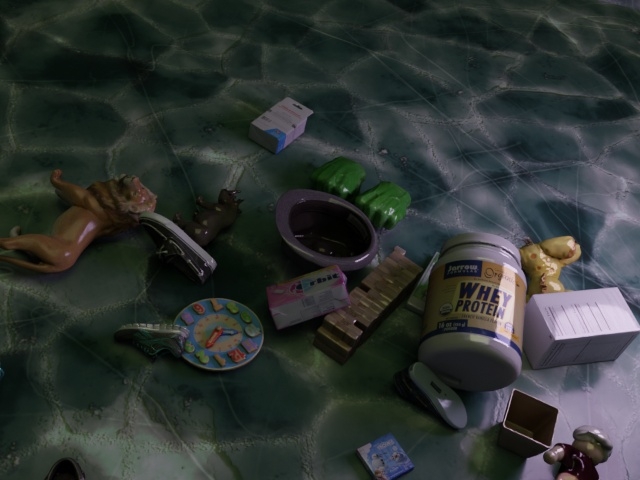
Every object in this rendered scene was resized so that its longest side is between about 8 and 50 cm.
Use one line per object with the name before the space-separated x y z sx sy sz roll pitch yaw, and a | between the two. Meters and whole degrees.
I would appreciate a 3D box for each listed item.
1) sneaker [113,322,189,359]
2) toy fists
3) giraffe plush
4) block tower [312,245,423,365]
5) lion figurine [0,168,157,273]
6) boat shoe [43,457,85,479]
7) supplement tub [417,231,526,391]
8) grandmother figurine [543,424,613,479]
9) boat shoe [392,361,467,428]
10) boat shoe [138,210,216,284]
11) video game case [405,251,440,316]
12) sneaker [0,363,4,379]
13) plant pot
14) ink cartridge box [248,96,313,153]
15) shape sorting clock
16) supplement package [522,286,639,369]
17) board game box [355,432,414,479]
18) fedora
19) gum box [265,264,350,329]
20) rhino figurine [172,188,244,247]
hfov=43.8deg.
sneaker | -0.369 0.220 1.720 0.166 0.065 0.076 0 71 7
toy fists | 0.102 -0.122 2.148 0.279 0.096 0.142 32 38 17
giraffe plush | 0.579 0.092 2.039 0.210 0.181 0.170 11 65 -45
block tower | 0.122 0.150 1.900 0.097 0.091 0.335 34 49 15
lion figurine | -0.582 -0.026 1.867 0.240 0.142 0.392 33 62 5
boat shoe | -0.469 0.538 1.375 0.112 0.095 0.335 5 47 -10
supplement tub | 0.353 0.162 1.829 0.228 0.228 0.316 15 55 -1
grandmother figurine | 0.521 0.510 1.652 0.104 0.208 0.342 -9 25 42
boat shoe | 0.244 0.349 1.772 0.183 0.083 0.065 49 50 -6
boat shoe | -0.347 0.017 1.875 0.219 0.078 0.070 39 57 -7
video game case | 0.340 0.140 2.014 0.193 0.023 0.212 28 47 11
sneaker | -0.680 0.273 1.567 0.110 0.107 0.275 -5 49 -32
plant pot | 0.443 0.411 1.738 0.109 0.096 0.109 24 46 8
ink cartridge box | -0.113 -0.335 2.308 0.104 0.060 0.180 32 48 16
shape sorting clock | -0.230 0.207 1.787 0.206 0.040 0.206 8 46 -8
supplement package | 0.622 0.213 1.941 0.244 0.139 0.134 -3 50 -18
board game box | 0.135 0.459 1.664 0.090 0.020 0.090 -19 54 -29
fedora | 0.000 0.000 1.982 0.275 0.124 0.243 11 48 -17
gum box | -0.025 0.126 1.829 0.188 0.062 0.107 -18 24 0
rhino figurine | -0.273 -0.061 2.003 0.106 0.073 0.243 29 46 17
